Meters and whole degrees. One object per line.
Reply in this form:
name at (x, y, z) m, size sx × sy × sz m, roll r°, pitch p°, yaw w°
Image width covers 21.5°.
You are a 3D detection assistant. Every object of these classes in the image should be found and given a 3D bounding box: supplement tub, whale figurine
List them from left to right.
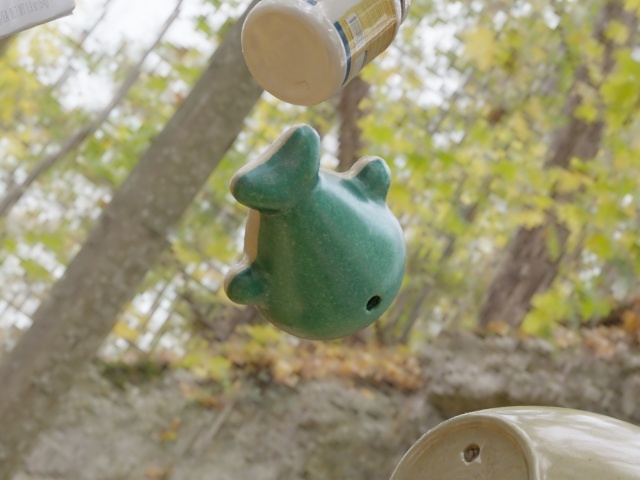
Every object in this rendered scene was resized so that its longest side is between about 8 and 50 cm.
whale figurine at (0.000, 0.000, 1.711) m, size 0.141 × 0.216 × 0.272 m, roll 44°, pitch -13°, yaw 32°
supplement tub at (0.011, -0.269, 2.080) m, size 0.144 × 0.200 × 0.144 m, roll 20°, pitch -49°, yaw 25°

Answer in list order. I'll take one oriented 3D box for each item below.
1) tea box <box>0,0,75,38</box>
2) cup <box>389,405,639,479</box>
tea box at (-0.431, -0.304, 1.505) m, size 0.220 × 0.329 × 0.323 m, roll -9°, pitch -75°, yaw 27°
cup at (0.189, 0.280, 1.529) m, size 0.331 × 0.331 × 0.237 m, roll 9°, pitch -24°, yaw 47°
